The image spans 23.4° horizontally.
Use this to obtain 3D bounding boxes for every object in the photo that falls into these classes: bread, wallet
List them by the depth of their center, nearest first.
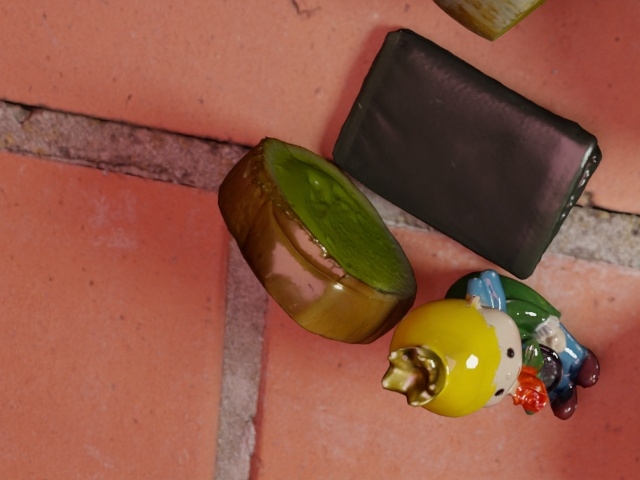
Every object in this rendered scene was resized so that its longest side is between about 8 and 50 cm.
[{"bbox_3d":[0.000,0.000,1.500,0.070,0.236,0.236,-42,87,19],"label":"bread"},{"bbox_3d":[0.141,-0.089,1.529,0.245,0.052,0.168,33,112,15],"label":"wallet"}]

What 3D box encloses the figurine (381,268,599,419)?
[{"bbox_3d":[0.163,0.120,1.469,0.185,0.234,0.127,44,109,5],"label":"figurine"}]

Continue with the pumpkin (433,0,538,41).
[{"bbox_3d":[0.211,-0.318,1.311,0.332,0.332,0.199,-42,93,24],"label":"pumpkin"}]
